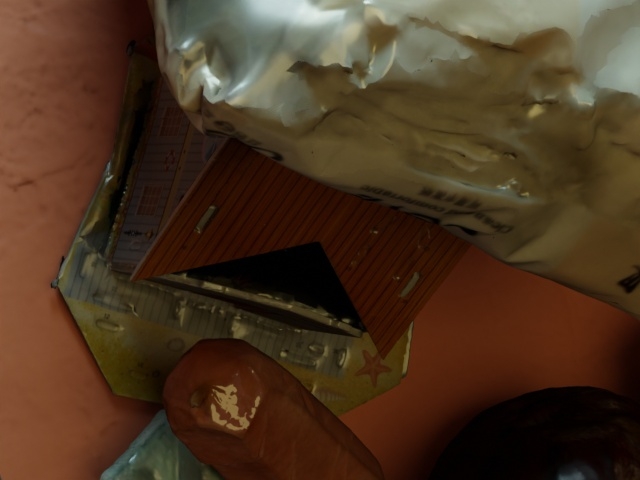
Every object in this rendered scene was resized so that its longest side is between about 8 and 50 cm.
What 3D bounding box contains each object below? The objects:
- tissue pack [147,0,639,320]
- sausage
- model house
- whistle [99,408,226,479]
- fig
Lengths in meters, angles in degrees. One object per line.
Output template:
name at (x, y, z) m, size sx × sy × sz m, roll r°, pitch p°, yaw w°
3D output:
tissue pack at (0.071, -0.148, 0.956) m, size 0.375 × 0.195 × 0.390 m, roll 20°, pitch 40°, yaw -29°
sausage at (-0.028, 0.097, 0.999) m, size 0.065 × 0.065 × 0.169 m, roll -60°, pitch 143°, yaw -14°
model house at (0.000, 0.000, 1.011) m, size 0.219 × 0.136 × 0.207 m, roll 20°, pitch 82°, yaw -27°
whistle at (-0.011, 0.224, 1.053) m, size 0.062 × 0.062 × 0.312 m, roll -42°, pitch 109°, yaw -22°
fig at (0.114, 0.212, 1.086) m, size 0.145 × 0.170 × 0.274 m, roll 7°, pitch 109°, yaw -3°
